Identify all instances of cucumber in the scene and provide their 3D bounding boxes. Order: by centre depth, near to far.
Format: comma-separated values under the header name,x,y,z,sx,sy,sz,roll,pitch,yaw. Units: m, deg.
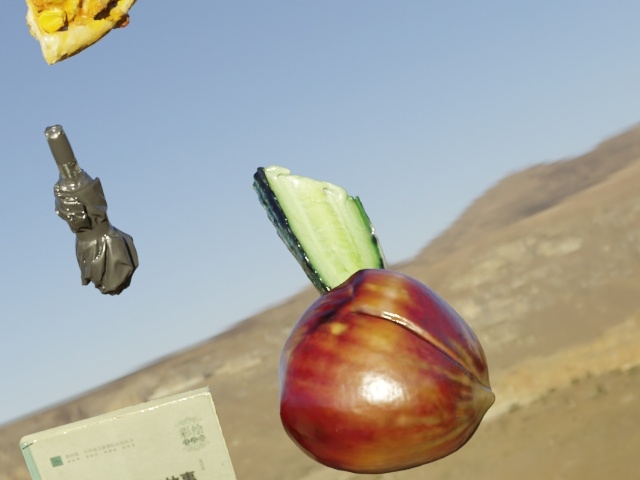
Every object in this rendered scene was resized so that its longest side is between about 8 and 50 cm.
name,x,y,z,sx,sy,sz,roll,pitch,yaw
cucumber,0.000,0.000,1.617,0.115,0.193,0.086,-7,-39,-35

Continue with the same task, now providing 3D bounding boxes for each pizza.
name,x,y,z,sx,sy,sz,roll,pitch,yaw
pizza,-0.266,-0.370,1.589,0.086,0.336,0.226,23,-6,37

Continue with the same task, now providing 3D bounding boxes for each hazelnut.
name,x,y,z,sx,sy,sz,roll,pitch,yaw
hazelnut,0.066,0.141,1.364,0.229,0.229,0.229,-22,-5,-2

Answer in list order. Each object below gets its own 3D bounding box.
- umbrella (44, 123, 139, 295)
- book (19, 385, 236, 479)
name,x,y,z,sx,sy,sz,roll,pitch,yaw
umbrella,-0.395,-0.050,2.311,0.118,0.340,0.118,-10,36,7
book,-0.182,0.306,1.478,0.214,0.283,0.025,-16,22,0
